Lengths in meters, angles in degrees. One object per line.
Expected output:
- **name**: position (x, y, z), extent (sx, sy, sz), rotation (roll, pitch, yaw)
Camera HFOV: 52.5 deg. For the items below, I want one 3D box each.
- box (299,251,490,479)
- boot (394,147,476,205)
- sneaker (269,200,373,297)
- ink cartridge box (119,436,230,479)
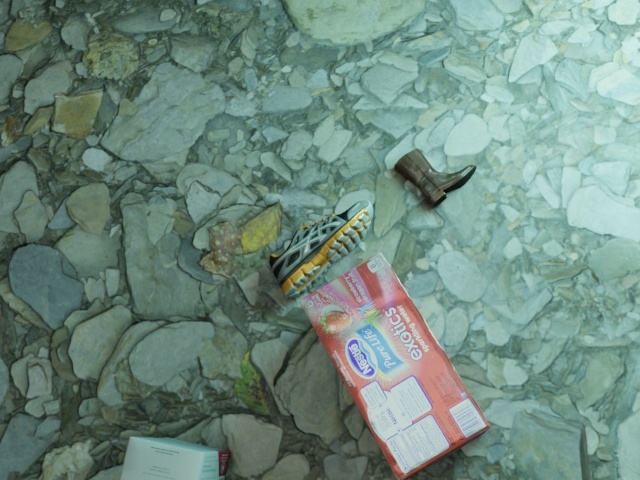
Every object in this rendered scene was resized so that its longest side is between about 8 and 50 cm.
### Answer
- **box**: position (0.110, 0.192, 0.991), extent (0.154, 0.142, 0.300), rotation (-31, 69, 0)
- **boot**: position (0.199, -0.130, 1.138), extent (0.106, 0.037, 0.114), rotation (-38, 65, -5)
- **sneaker**: position (0.000, 0.000, 1.109), extent (0.215, 0.084, 0.083), rotation (-41, 65, -3)
- **ink cartridge box**: position (-0.233, 0.403, 0.998), extent (0.127, 0.128, 0.176), rotation (7, 75, 13)
